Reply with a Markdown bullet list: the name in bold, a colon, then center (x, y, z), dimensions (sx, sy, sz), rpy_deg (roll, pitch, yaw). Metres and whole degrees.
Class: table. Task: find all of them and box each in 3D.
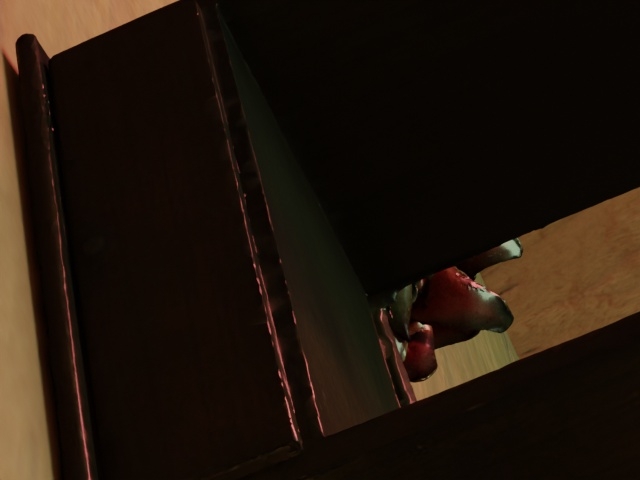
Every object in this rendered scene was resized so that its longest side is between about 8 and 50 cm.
- **table**: center (0.067, 0.014, 0.690), dimensions (0.250, 0.282, 0.196), rpy_deg (-105, 170, -48)

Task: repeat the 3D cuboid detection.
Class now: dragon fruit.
- **dragon fruit**: center (0.017, 0.017, 0.985), dimensions (0.121, 0.130, 0.142), rpy_deg (19, -5, -39)
